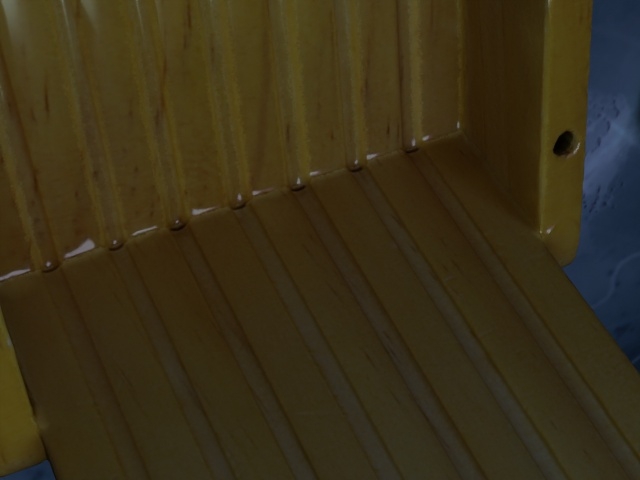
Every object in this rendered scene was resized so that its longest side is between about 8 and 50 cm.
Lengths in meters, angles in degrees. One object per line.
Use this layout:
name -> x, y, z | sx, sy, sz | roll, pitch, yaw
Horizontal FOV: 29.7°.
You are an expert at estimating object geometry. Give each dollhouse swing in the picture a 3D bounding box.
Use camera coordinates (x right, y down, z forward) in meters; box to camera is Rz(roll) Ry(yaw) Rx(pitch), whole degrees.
dollhouse swing -> 0.000, 0.000, 0.558 | 0.346, 0.305, 0.315 | -18, 129, -16
